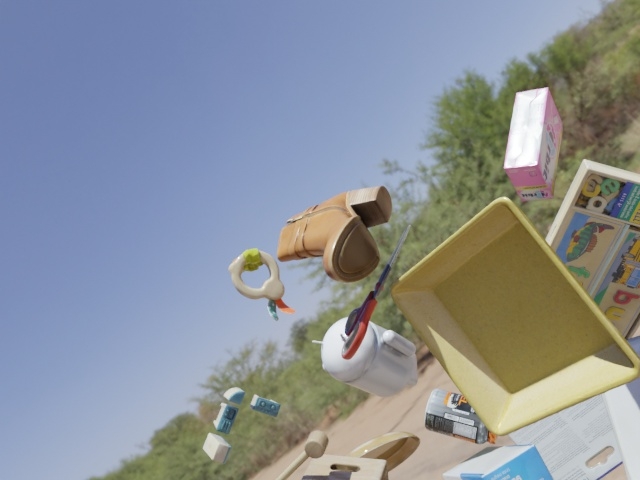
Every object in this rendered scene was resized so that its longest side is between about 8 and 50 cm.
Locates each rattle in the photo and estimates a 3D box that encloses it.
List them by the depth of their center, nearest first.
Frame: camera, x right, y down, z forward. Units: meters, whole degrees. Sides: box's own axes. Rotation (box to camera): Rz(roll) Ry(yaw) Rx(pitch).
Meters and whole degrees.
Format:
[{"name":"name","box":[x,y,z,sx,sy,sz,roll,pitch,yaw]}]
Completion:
[{"name":"rattle","box":[-0.156,0.124,1.756,0.130,0.199,0.143,-47,6,-36]}]

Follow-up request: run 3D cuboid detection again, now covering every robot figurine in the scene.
[{"name":"robot figurine","box":[0.145,0.356,2.067,0.300,0.353,0.199,-34,42,34]}]

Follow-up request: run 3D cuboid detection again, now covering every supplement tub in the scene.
[{"name":"supplement tub","box":[0.384,0.476,1.818,0.117,0.190,0.117,11,-90,-69]}]

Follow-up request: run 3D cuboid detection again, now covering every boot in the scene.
[{"name":"boot","box":[0.000,0.000,1.266,0.220,0.109,0.283,-15,32,30]}]

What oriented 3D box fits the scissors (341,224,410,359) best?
[{"name":"scissors","box":[0.106,0.108,1.273,0.109,0.021,0.297,-81,16,-52]}]

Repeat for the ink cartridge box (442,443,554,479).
[{"name":"ink cartridge box","box":[0.506,0.724,1.671,0.166,0.395,0.285,-25,-12,-17]}]

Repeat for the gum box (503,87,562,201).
[{"name":"gum box","box":[0.398,-0.182,1.255,0.062,0.107,0.188,-3,58,35]}]

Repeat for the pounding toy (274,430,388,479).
[{"name":"pounding toy","box":[0.016,0.394,1.114,0.181,0.206,0.094,-1,17,19]}]

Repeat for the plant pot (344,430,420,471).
[{"name":"plant pot","box":[0.124,0.513,1.588,0.236,0.032,0.236,-21,-34,-15]}]

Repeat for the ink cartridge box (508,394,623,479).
[{"name":"ink cartridge box","box":[0.686,0.491,1.868,0.324,0.330,0.071,-47,-16,23]}]

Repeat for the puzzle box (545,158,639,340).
[{"name":"puzzle box","box":[0.634,0.044,1.501,0.052,0.272,0.409,-73,-3,-59]}]

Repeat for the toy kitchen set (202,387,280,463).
[{"name":"toy kitchen set","box":[-0.228,0.568,2.037,0.122,0.166,0.207,1,68,67]}]

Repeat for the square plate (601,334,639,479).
[{"name":"square plate","box":[0.663,0.328,1.252,0.049,0.344,0.347,2,-24,-24]}]

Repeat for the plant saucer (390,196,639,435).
[{"name":"plant saucer","box":[0.320,0.129,1.140,0.081,0.332,0.333,-27,-13,-42]}]
